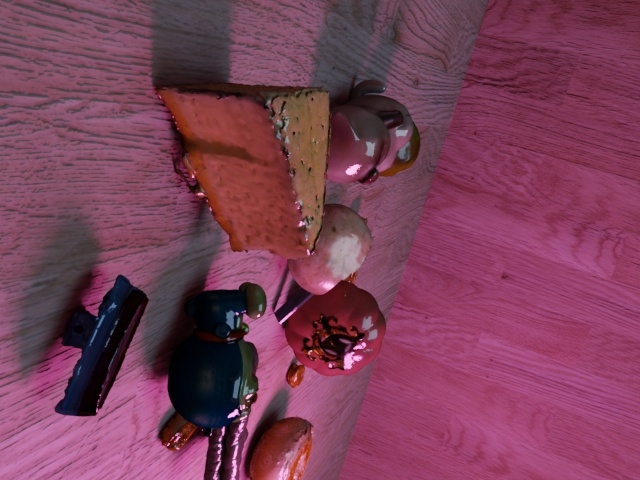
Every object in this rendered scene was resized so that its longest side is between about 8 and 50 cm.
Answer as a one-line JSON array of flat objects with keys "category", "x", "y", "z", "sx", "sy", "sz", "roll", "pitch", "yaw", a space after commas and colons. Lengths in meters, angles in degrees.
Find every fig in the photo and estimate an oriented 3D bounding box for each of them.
[{"category": "fig", "x": 0.198, "y": -0.303, "z": 1.929, "sx": 0.207, "sy": 0.207, "sz": 0.229, "roll": -39, "pitch": 146, "yaw": -59}]

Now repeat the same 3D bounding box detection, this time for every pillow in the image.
[{"category": "pillow", "x": -0.216, "y": 0.429, "z": 1.564, "sx": 0.228, "sy": 0.101, "sz": 0.326, "roll": -93, "pitch": -170, "yaw": -64}]

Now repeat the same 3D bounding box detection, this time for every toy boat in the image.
[{"category": "toy boat", "x": -0.342, "y": 0.156, "z": 0.975, "sx": 0.100, "sy": 0.097, "sz": 0.223, "roll": 95, "pitch": 16, "yaw": -80}]

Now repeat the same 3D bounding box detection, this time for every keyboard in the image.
[{"category": "keyboard", "x": -0.056, "y": 0.160, "z": 1.800, "sx": 0.176, "sy": 0.055, "sz": 0.014, "roll": -42, "pitch": 124, "yaw": 2}]

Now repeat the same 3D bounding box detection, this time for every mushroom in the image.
[{"category": "mushroom", "x": 0.000, "y": 0.000, "z": 1.748, "sx": 0.253, "sy": 0.195, "sz": 0.189, "roll": -47, "pitch": 124, "yaw": -19}]

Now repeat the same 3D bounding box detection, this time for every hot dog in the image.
[{"category": "hot dog", "x": -0.300, "y": 0.405, "z": 1.459, "sx": 0.165, "sy": 0.045, "sz": 0.071, "roll": -49, "pitch": 155, "yaw": -48}]

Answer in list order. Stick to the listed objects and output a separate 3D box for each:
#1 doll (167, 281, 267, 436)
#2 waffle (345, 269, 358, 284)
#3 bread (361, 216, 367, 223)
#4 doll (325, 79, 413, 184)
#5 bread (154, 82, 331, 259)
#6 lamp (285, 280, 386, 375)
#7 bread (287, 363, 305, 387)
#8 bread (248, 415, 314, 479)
[{"category": "doll", "x": -0.213, "y": 0.240, "z": 1.324, "sx": 0.198, "sy": 0.186, "sz": 0.321, "roll": 162, "pitch": -67, "yaw": -73}, {"category": "waffle", "x": 0.033, "y": 0.208, "z": 2.180, "sx": 0.213, "sy": 0.091, "sz": 0.307, "roll": -17, "pitch": 125, "yaw": -69}, {"category": "bread", "x": 0.110, "y": -0.018, "z": 2.211, "sx": 0.156, "sy": 0.064, "sz": 0.117, "roll": -55, "pitch": 156, "yaw": -44}, {"category": "doll", "x": 0.105, "y": -0.264, "z": 1.679, "sx": 0.215, "sy": 0.226, "sz": 0.370, "roll": -40, "pitch": -173, "yaw": 34}, {"category": "bread", "x": -0.130, "y": -0.113, "z": 1.073, "sx": 0.279, "sy": 0.249, "sz": 0.314, "roll": -10, "pitch": 106, "yaw": -65}, {"category": "lamp", "x": 0.046, "y": 0.255, "z": 1.953, "sx": 0.239, "sy": 0.306, "sz": 0.305, "roll": -77, "pitch": 179, "yaw": -66}, {"category": "bread", "x": -0.083, "y": 0.453, "z": 2.173, "sx": 0.081, "sy": 0.046, "sz": 0.083, "roll": 1, "pitch": 109, "yaw": -69}, {"category": "bread", "x": -0.132, "y": 0.712, "z": 2.121, "sx": 0.305, "sy": 0.159, "sz": 0.305, "roll": -53, "pitch": 156, "yaw": -36}]
